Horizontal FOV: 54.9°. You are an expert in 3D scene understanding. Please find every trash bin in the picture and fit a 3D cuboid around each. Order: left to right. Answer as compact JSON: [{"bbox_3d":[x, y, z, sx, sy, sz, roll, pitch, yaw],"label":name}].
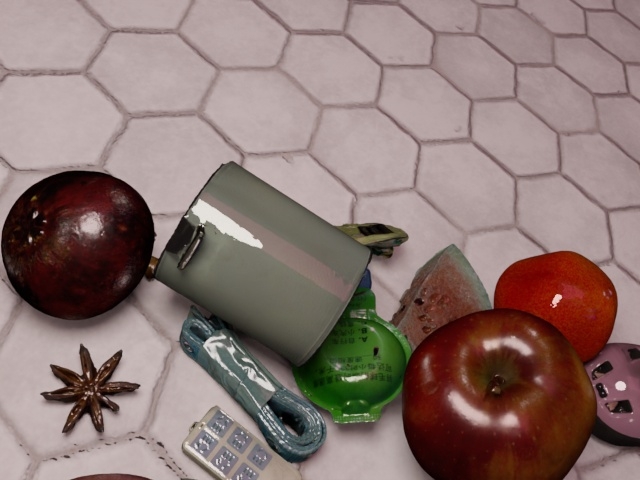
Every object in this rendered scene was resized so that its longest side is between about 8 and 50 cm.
[{"bbox_3d":[-0.086,0.036,0.951,0.262,0.217,0.277,33,13,-3],"label":"trash bin"}]

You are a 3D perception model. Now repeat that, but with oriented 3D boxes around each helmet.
[{"bbox_3d":[0.592,0.275,1.152,0.253,0.154,0.198,-4,58,-16],"label":"helmet"}]

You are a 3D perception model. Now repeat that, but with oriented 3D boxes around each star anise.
[{"bbox_3d":[-0.344,0.221,0.918,0.140,0.042,0.141,8,58,-14],"label":"star anise"}]

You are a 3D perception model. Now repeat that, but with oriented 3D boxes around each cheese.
[{"bbox_3d":[0.053,0.168,1.063,0.203,0.083,0.321,-4,43,2],"label":"cheese"}]

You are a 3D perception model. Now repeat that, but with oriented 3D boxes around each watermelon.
[{"bbox_3d":[0.205,0.136,1.156,0.241,0.094,0.154,-36,84,-33],"label":"watermelon"}]

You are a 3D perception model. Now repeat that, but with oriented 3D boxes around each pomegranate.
[{"bbox_3d":[0.449,0.120,1.163,0.221,0.221,0.256,47,48,14],"label":"pomegranate"}]

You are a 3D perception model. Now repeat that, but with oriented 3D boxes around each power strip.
[{"bbox_3d":[-0.119,0.334,0.928,0.192,0.035,0.081,36,53,8],"label":"power strip"}]

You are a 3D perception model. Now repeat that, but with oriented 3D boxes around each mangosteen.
[{"bbox_3d":[-0.352,0.009,0.974,0.261,0.235,0.236,25,36,-58],"label":"mangosteen"}]

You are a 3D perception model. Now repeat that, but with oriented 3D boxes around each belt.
[{"bbox_3d":[-0.112,0.223,0.984,0.087,0.072,0.302,-37,77,-30],"label":"belt"}]

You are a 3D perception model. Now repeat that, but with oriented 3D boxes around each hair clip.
[{"bbox_3d":[0.001,0.002,1.160,0.321,0.138,0.091,7,98,-14],"label":"hair clip"}]

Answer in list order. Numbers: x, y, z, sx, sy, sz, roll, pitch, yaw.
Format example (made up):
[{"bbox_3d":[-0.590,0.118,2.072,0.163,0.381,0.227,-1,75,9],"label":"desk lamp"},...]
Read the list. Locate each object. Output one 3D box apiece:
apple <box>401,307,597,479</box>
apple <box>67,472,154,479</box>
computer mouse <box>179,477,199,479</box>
[{"bbox_3d":[0.265,0.254,0.939,0.288,0.317,0.288,-10,51,12],"label":"apple"},{"bbox_3d":[-0.260,0.418,0.697,0.305,0.235,0.306,10,56,-16],"label":"apple"},{"bbox_3d":[-0.164,0.378,0.883,0.110,0.032,0.056,22,54,-4],"label":"computer mouse"}]
